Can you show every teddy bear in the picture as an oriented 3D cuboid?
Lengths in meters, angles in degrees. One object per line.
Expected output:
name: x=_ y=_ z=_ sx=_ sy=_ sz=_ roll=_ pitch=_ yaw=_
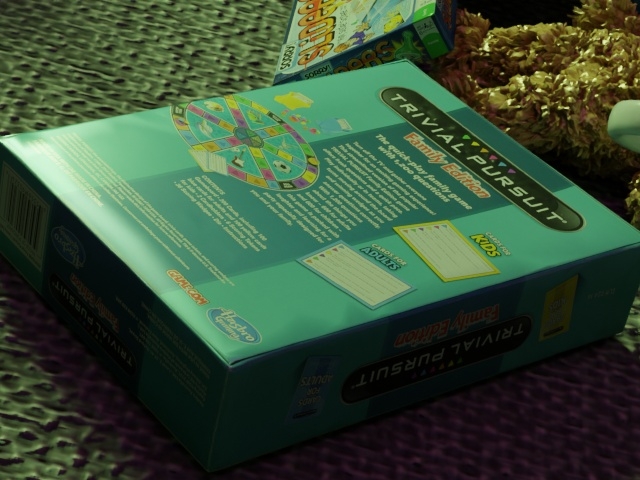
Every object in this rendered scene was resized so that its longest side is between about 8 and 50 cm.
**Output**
teddy bear: x=0.230 y=-0.104 z=1.370 sx=0.338 sy=0.113 sz=0.245 roll=20 pitch=35 yaw=11

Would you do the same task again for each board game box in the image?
board game box: x=0.040 y=-0.177 z=1.414 sx=0.136 sy=0.035 sz=0.201 roll=-23 pitch=27 yaw=18
board game box: x=0.000 y=0.000 z=1.151 sx=0.336 sy=0.079 sz=0.254 roll=-14 pitch=41 yaw=-36

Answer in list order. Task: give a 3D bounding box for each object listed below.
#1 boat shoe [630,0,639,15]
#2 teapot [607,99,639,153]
boat shoe: x=0.332 y=-0.270 z=1.488 sx=0.258 sy=0.109 sz=0.089 roll=-16 pitch=38 yaw=-11
teapot: x=0.348 y=-0.031 z=1.217 sx=0.252 sy=0.256 sz=0.187 roll=-32 pitch=19 yaw=-23
